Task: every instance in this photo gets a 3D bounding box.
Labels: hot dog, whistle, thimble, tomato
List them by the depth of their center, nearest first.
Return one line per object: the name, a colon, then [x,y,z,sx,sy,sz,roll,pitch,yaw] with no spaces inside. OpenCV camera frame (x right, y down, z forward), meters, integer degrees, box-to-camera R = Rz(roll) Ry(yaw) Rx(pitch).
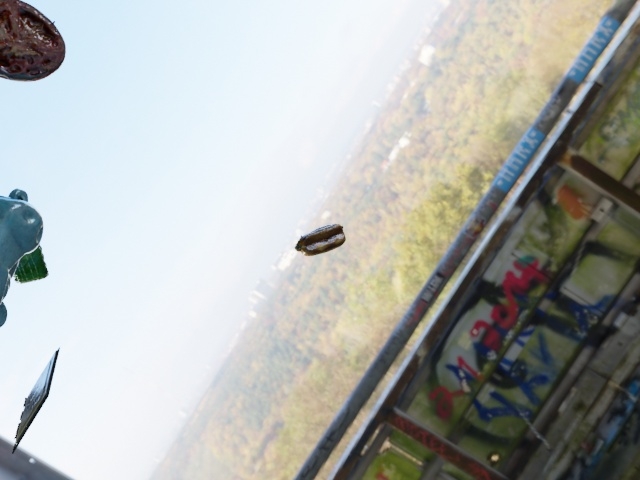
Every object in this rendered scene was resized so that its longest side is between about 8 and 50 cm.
whistle: [-0.374,0.047,0.656,0.186,0.093,0.274,84,-157,-50]
hot dog: [0.000,0.000,1.212,0.122,0.049,0.037,-17,-5,-42]
tomato: [-0.608,-0.384,1.333,0.166,0.174,0.082,-59,13,-16]
thimble: [-0.784,0.046,1.767,0.090,0.130,0.118,-17,-20,-20]

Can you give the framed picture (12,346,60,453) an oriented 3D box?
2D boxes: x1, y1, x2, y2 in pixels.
framed picture: [-0.689,0.381,1.603,0.195,0.010,0.199,-54,26,18]
